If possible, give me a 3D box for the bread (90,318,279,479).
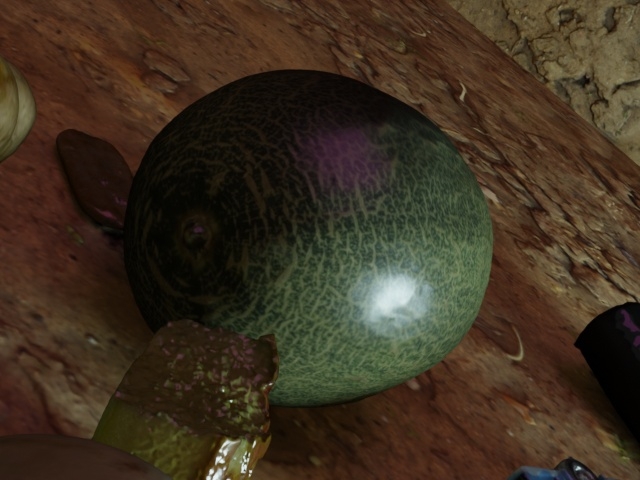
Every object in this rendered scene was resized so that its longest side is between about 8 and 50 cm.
[{"bbox_3d":[-0.080,0.119,0.591,0.086,0.125,0.156,25,21,-2],"label":"bread"}]

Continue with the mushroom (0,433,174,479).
[{"bbox_3d":[-0.109,0.183,0.376,0.207,0.207,0.215,-81,149,-66],"label":"mushroom"}]

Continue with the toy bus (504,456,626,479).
[{"bbox_3d":[0.234,0.249,0.803,0.297,0.106,0.131,17,32,-42],"label":"toy bus"}]

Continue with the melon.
[{"bbox_3d":[0.000,0.000,0.794,0.248,0.248,0.329,45,17,24],"label":"melon"}]

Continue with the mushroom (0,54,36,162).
[{"bbox_3d":[-0.290,-0.085,0.618,0.278,0.146,0.278,7,-2,0],"label":"mushroom"}]

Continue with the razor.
[{"bbox_3d":[0.422,0.208,1.152,0.189,0.107,0.327,9,35,-48],"label":"razor"}]

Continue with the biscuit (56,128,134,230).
[{"bbox_3d":[-0.188,-0.052,0.925,0.071,0.018,0.147,19,28,-38],"label":"biscuit"}]
